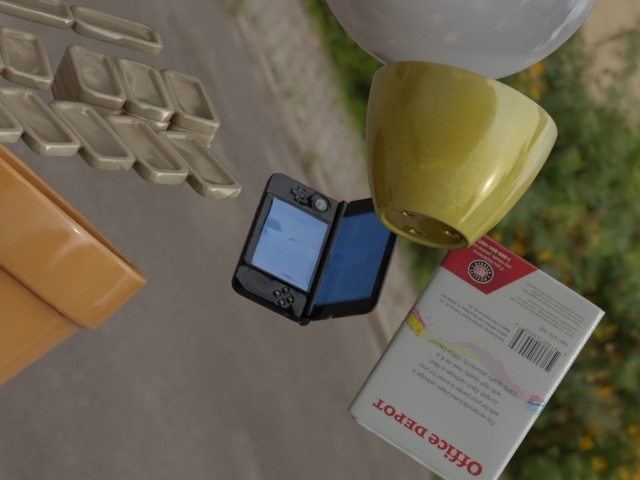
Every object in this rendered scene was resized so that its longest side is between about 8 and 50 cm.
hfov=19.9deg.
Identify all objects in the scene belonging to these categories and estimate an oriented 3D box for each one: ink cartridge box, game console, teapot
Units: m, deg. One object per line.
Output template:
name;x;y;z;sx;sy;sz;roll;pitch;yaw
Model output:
ink cartridge box;0.120;0.094;1.421;0.127;0.175;0.072;33;2;6
game console;0.000;0.000;1.734;0.124;0.085;0.144;27;56;-12
teapot;0.097;-0.251;1.374;0.252;0.256;0.187;39;1;30

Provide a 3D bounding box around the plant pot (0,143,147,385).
plant pot;-0.308;0.011;1.428;0.291;0.203;0.291;40;-3;3

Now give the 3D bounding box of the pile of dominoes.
pile of dominoes;-0.178;-0.087;1.016;0.251;0.040;0.196;13;28;-25

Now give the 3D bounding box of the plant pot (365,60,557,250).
plant pot;0.085;-0.049;1.253;0.095;0.134;0.134;-70;156;-16
